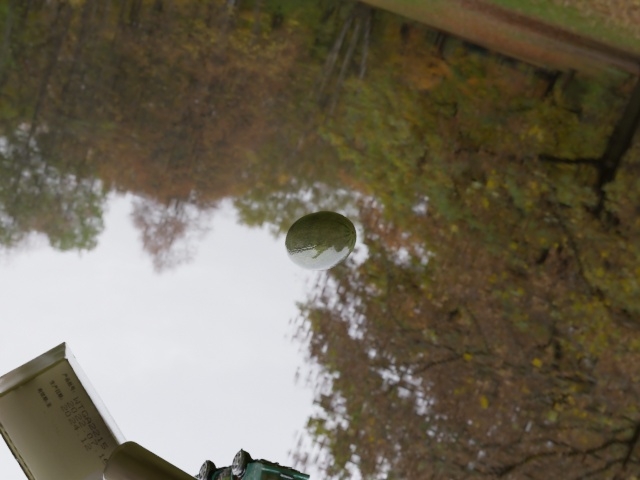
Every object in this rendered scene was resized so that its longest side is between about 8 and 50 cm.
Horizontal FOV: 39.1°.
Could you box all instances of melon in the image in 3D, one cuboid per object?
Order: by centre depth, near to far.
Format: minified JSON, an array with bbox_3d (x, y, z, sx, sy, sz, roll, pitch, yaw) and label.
[{"bbox_3d":[0.000,0.000,1.483,0.130,0.098,0.098,-19,165,40],"label":"melon"}]

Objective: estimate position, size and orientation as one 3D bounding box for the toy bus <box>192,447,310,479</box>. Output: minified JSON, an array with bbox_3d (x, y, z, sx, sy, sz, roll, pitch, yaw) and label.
[{"bbox_3d":[-0.111,0.364,1.276,0.091,0.109,0.261,20,152,-23],"label":"toy bus"}]

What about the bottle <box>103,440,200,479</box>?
[{"bbox_3d":[-0.138,0.213,0.777,0.096,0.045,0.045,23,-166,21],"label":"bottle"}]

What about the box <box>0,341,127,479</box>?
[{"bbox_3d":[-0.261,0.226,0.972,0.212,0.095,0.168,61,168,-7],"label":"box"}]
